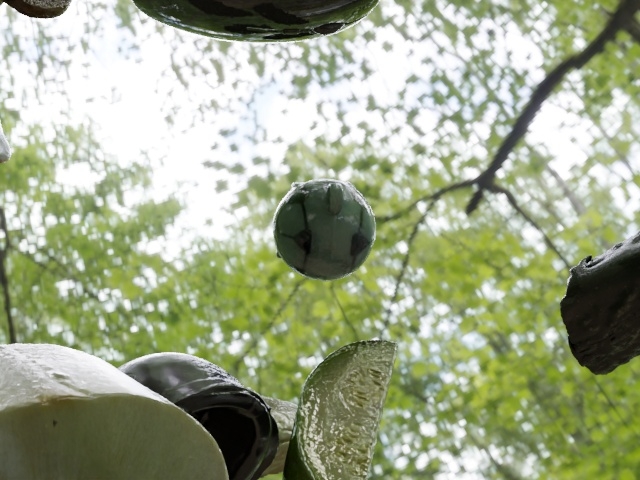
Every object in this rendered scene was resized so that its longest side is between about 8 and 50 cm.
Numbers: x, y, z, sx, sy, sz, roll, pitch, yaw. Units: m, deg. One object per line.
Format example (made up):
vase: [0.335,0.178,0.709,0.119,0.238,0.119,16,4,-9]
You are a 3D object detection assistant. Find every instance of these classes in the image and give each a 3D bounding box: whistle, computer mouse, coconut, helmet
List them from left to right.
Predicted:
coconut: [-0.228,0.238,0.808,0.322,0.323,0.323,-12,-48,-13]
helmet: [-0.188,0.233,1.196,0.230,0.160,0.279,-52,-32,3]
computer mouse: [-0.058,-0.219,0.906,0.232,0.057,0.120,1,-10,-24]
whistle: [0.000,0.000,1.470,0.163,0.164,0.290,-10,-27,-15]

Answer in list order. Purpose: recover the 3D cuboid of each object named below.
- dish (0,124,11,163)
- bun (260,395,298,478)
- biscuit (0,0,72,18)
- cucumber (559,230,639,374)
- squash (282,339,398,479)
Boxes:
dish: [-0.327,-0.147,0.749,0.229,0.229,0.081,27,-81,-38]
bun: [-0.115,0.335,1.670,0.220,0.220,0.134,9,-90,-29]
biscuit: [-0.372,-0.309,1.159,0.175,0.124,0.026,-5,-33,-47]
cucumber: [0.232,-0.007,0.506,0.067,0.067,0.245,27,-46,-38]
squash: [0.024,0.223,1.244,0.111,0.289,0.203,12,-24,8]
